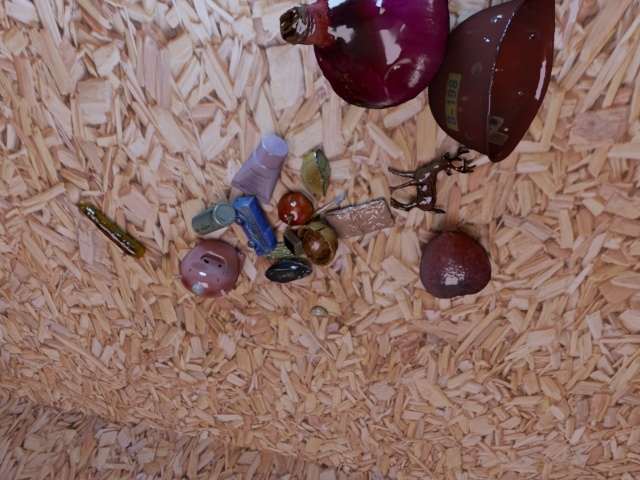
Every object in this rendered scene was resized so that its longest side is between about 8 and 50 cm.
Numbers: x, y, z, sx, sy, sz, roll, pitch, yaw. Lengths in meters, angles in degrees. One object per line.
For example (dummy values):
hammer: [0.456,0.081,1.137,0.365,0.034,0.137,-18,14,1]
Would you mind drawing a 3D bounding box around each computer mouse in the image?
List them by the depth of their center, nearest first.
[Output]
computer mouse: [-0.128,0.118,1.605,0.193,0.062,0.105,-9,141,7]

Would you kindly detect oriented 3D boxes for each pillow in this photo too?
pillow: [0.137,-0.070,1.419,0.233,0.043,0.126,-12,128,18]

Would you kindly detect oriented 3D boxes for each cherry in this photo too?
cherry: [0.451,0.076,1.370,0.240,0.206,0.238,1,94,24]

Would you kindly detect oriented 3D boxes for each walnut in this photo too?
walnut: [0.001,0.000,1.462,0.167,0.087,0.211,40,149,9]

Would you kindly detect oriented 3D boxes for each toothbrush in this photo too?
toothbrush: [-0.026,-0.089,1.450,0.288,0.024,0.021,-30,118,30]

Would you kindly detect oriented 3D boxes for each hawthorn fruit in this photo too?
hawthorn fruit: [-0.091,-0.108,1.393,0.125,0.140,0.124,2,95,21]

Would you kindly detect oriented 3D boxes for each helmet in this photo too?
helmet: [0.384,-0.397,0.970,0.230,0.338,0.384,26,144,38]

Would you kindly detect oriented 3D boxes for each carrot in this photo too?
carrot: [-0.859,-0.040,1.652,0.066,0.066,0.314,-30,115,30]

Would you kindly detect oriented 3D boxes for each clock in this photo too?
clock: [-0.429,0.113,1.562,0.228,0.241,0.142,21,125,-2]

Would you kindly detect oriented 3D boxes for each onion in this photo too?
onion: [0.085,-0.467,0.900,0.386,0.347,0.347,-13,136,-30]

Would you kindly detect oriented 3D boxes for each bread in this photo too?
bread: [-0.017,-0.216,1.314,0.095,0.083,0.157,-13,121,25]

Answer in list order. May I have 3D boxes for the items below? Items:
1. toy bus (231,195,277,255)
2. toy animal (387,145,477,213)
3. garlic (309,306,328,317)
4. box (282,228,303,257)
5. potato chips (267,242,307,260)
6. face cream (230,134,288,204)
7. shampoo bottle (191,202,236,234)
toy bus: [-0.240,-0.050,1.482,0.094,0.079,0.236,-2,127,33]
toy animal: [0.346,-0.188,1.271,0.261,0.087,0.243,-3,140,13]
garlic: [-0.004,0.315,1.747,0.084,0.041,0.053,17,134,-10]
box: [-0.105,0.009,1.498,0.083,0.035,0.079,43,155,29]
potato chips: [-0.118,0.045,1.571,0.208,0.028,0.091,-2,128,16]
face cream: [-0.199,-0.231,1.351,0.154,0.096,0.274,26,141,-12]
shampoo bottle: [-0.406,-0.071,1.478,0.085,0.085,0.263,47,147,-22]
